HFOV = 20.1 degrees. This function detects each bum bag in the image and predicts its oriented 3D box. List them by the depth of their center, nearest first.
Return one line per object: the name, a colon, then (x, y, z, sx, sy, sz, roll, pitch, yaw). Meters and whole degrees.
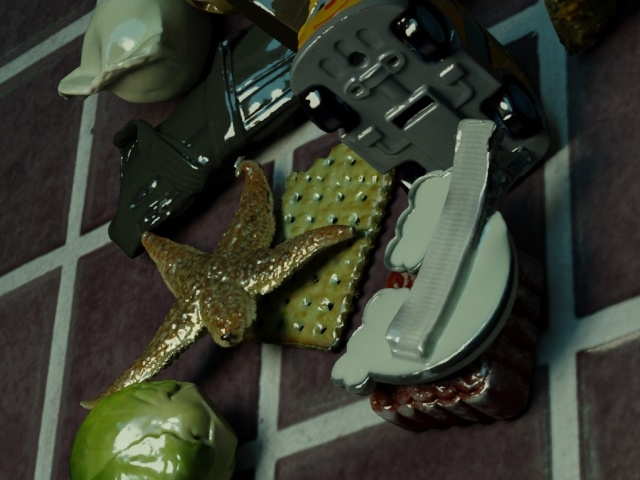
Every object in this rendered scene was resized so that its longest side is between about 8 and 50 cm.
bum bag: (-0.102, -0.119, 1.708, 0.326, 0.080, 0.142, -41, 45, 21)

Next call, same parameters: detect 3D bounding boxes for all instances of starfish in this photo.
starfish: (-0.101, 0.037, 1.597, 0.295, 0.048, 0.231, -39, 35, 13)

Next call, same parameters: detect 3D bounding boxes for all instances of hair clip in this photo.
hair clip: (0.090, 0.019, 1.337, 0.140, 0.054, 0.220, 12, 77, 47)

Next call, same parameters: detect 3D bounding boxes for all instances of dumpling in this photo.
dumpling: (-0.183, -0.188, 1.802, 0.151, 0.124, 0.229, -34, 6, 24)

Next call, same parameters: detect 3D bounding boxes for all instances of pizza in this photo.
pizza: (0.189, -0.242, 1.404, 0.058, 0.197, 0.292, -15, 8, 14)

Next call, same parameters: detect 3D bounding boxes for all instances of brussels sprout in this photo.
brussels sprout: (-0.140, 0.189, 1.523, 0.155, 0.117, 0.155, -10, 63, 21)

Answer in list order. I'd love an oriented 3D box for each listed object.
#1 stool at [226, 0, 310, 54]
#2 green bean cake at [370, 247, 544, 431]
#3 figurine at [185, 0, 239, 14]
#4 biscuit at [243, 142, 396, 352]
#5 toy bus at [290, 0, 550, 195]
stool: (0.050, -0.278, 1.546, 0.264, 0.179, 0.179, -54, 38, -1)
green bean cake: (0.101, 0.072, 1.374, 0.136, 0.056, 0.135, -14, 55, 43)
figurine: (-0.066, -0.353, 1.749, 0.342, 0.167, 0.285, -4, 62, 50)
biscuit: (-0.001, 0.000, 1.567, 0.144, 0.016, 0.203, 0, 67, 48)
toy bus: (0.075, -0.133, 1.421, 0.126, 0.209, 0.136, -36, 33, 27)
